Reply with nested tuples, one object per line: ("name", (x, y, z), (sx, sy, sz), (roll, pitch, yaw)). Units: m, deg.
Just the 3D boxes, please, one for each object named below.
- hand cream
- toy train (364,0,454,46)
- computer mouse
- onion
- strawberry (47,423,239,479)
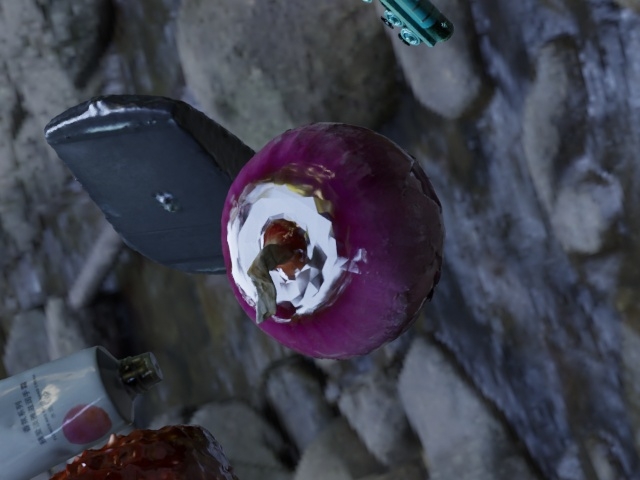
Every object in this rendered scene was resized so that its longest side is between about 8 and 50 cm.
("hand cream", (-0.305, 0.183, 1.311), (0.078, 0.341, 0.124), (60, -173, -77))
("toy train", (0.049, -0.155, 0.892), (0.092, 0.029, 0.045), (39, 164, -29))
("computer mouse", (-0.138, -0.066, 1.388), (0.295, 0.168, 0.087), (54, -141, -48))
("onion", (0.006, -0.001, 1.047), (0.177, 0.153, 0.177), (-26, 53, 39))
("strawberry", (-0.179, 0.306, 1.139), (0.343, 0.292, 0.292), (-61, 26, -6))
